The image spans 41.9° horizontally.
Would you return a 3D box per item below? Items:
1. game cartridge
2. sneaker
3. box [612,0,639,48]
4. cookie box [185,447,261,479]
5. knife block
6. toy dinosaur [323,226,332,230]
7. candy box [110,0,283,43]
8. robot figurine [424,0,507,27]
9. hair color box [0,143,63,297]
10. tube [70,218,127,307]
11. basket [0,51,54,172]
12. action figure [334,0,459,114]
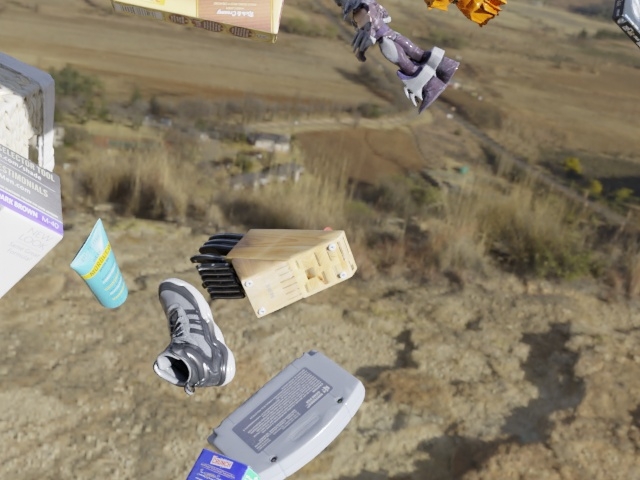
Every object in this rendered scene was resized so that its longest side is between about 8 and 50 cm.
[{"bbox_3d":[-0.061,0.355,1.667,0.294,0.060,0.196,-38,36,-20],"label":"game cartridge"},{"bbox_3d":[-0.297,0.202,1.772,0.153,0.101,0.268,-13,67,-56],"label":"sneaker"},{"bbox_3d":[0.461,-0.329,1.225,0.083,0.067,0.018,32,-27,-32],"label":"box"},{"bbox_3d":[-0.150,0.361,1.182,0.092,0.040,0.107,10,59,36],"label":"cookie box"},{"bbox_3d":[-0.099,0.029,1.570,0.276,0.088,0.242,-24,31,-5],"label":"knife block"},{"bbox_3d":[0.000,0.000,1.874,0.047,0.082,0.090,35,-13,6],"label":"toy dinosaur"},{"bbox_3d":[-0.131,-0.296,0.938,0.187,0.109,0.053,10,-2,-6],"label":"candy box"},{"bbox_3d":[0.198,-0.495,1.363,0.211,0.085,0.291,3,65,-43],"label":"robot figurine"},{"bbox_3d":[-0.433,0.029,0.817,0.185,0.339,0.110,34,23,-40],"label":"hair color box"},{"bbox_3d":[-0.338,0.043,1.276,0.052,0.207,0.080,18,66,6],"label":"tube"},{"bbox_3d":[-0.714,-0.186,1.584,0.331,0.328,0.266,23,41,5],"label":"basket"},{"bbox_3d":[0.129,-0.385,1.620,0.285,0.099,0.185,41,41,-5],"label":"action figure"}]
